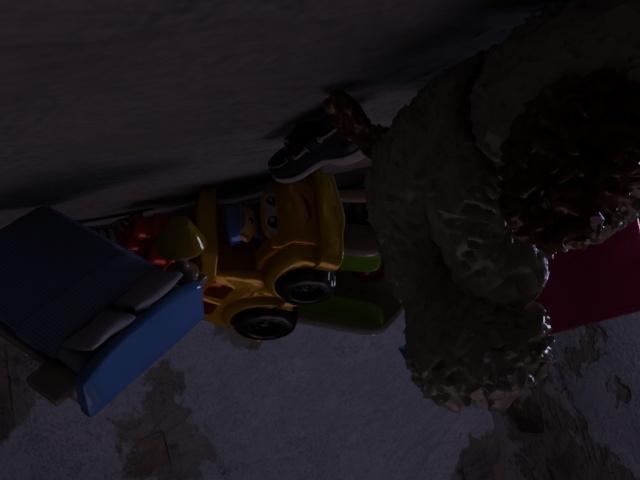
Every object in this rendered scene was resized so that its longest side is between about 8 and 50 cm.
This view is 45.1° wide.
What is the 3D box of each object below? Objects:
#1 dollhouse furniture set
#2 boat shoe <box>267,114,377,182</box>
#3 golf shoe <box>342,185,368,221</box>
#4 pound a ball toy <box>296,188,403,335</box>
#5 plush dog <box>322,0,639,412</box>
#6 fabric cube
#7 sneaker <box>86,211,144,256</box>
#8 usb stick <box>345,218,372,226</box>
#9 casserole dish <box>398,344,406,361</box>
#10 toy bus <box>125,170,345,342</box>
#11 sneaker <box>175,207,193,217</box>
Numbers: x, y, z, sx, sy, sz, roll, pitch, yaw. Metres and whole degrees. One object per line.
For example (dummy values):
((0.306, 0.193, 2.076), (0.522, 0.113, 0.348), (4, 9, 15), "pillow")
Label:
((-0.284, 0.002, 0.611), (0.286, 0.198, 0.303), (28, -133, 25), "dollhouse furniture set")
((-0.006, -0.076, 0.599), (0.125, 0.038, 0.046), (-6, -135, 55), "boat shoe")
((0.058, -0.053, 1.224), (0.085, 0.068, 0.186), (7, 170, 1), "golf shoe")
((0.000, 0.000, 1.073), (0.319, 0.208, 0.135), (6, -159, 26), "pound a ball toy")
((0.126, -0.061, 0.449), (0.262, 0.211, 0.225), (-45, -177, -37), "plush dog")
((0.277, -0.002, 1.112), (0.254, 0.258, 0.259), (-12, 178, -20), "fabric cube")
((-0.254, -0.012, 0.925), (0.118, 0.067, 0.042), (20, 170, -16), "sneaker")
((0.013, -0.005, 1.191), (0.278, 0.045, 0.077), (7, 145, 37), "usb stick")
((0.198, 0.167, 1.161), (0.114, 0.037, 0.188), (-10, 178, -26), "casserole dish")
((-0.104, 0.006, 0.879), (0.211, 0.150, 0.220), (14, 144, -27), "toy bus")
((-0.221, 0.023, 1.041), (0.212, 0.080, 0.094), (-13, 153, 10), "sneaker")
